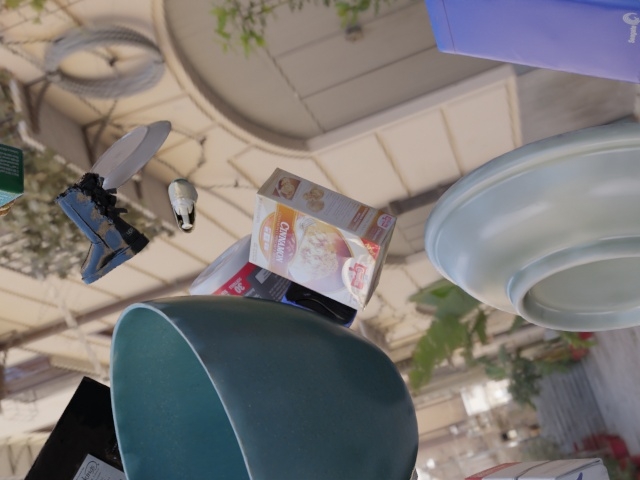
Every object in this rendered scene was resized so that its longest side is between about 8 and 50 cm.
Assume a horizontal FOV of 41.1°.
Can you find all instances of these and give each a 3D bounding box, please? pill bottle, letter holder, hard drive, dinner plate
[{"bbox_3d":[-0.090,0.156,1.669,0.318,0.176,0.176,49,-166,-10],"label":"pill bottle"},{"bbox_3d":[-0.282,0.363,1.087,0.302,0.151,0.214,-63,-17,-20],"label":"letter holder"},{"bbox_3d":[0.315,-0.321,1.249,0.210,0.318,0.040,52,-125,-64],"label":"hard drive"},{"bbox_3d":[-0.232,-0.096,0.997,0.017,0.141,0.141,48,-161,-27],"label":"dinner plate"}]

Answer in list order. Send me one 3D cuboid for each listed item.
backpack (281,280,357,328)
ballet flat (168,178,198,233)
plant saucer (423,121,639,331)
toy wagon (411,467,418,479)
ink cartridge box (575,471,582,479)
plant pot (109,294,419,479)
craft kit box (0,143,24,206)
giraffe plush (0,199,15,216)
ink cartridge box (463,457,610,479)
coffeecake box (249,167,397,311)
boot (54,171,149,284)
[{"bbox_3d":[0.000,0.111,1.423,0.101,0.120,0.098,108,-174,-51],"label":"backpack"},{"bbox_3d":[-0.270,-0.065,1.715,0.168,0.057,0.052,91,170,-65],"label":"ballet flat"},{"bbox_3d":[0.319,0.019,0.958,0.400,0.400,0.101,55,-151,-57],"label":"plant saucer"},{"bbox_3d":[0.072,0.524,1.639,0.068,0.344,0.267,28,-122,-15],"label":"toy wagon"},{"bbox_3d":[0.263,0.438,0.946,0.185,0.065,0.311,-20,-60,-60],"label":"ink cartridge box"},{"bbox_3d":[-0.033,0.170,0.724,0.290,0.195,0.290,29,125,50],"label":"plant pot"},{"bbox_3d":[-0.464,-0.052,0.819,0.249,0.246,0.061,14,-116,-50],"label":"craft kit box"},{"bbox_3d":[-0.612,-0.050,1.346,0.181,0.210,0.171,66,-134,-65],"label":"giraffe plush"},{"bbox_3d":[0.343,0.433,1.303,0.237,0.100,0.172,-32,71,61],"label":"ink cartridge box"},{"bbox_3d":[0.000,0.000,1.198,0.142,0.185,0.068,101,-163,-46],"label":"coffeecake box"},{"bbox_3d":[-0.249,-0.013,0.926,0.099,0.121,0.045,50,-139,-13],"label":"boot"}]
